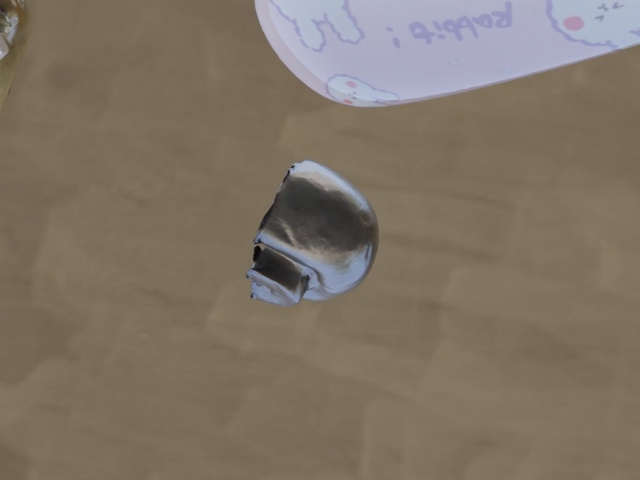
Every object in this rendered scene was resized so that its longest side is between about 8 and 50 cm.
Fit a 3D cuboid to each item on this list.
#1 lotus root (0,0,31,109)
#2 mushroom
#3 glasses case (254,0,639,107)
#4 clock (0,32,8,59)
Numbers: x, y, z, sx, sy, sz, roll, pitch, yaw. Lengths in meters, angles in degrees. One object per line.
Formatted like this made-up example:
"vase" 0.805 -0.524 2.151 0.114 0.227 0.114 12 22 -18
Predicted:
"lotus root" -0.326 -0.157 1.168 0.146 0.284 0.160 41 -114 -13
"mushroom" 0.000 0.000 1.407 0.117 0.188 0.141 14 -110 11
"glasses case" 0.097 -0.144 0.728 0.113 0.296 0.075 51 -136 -32
"clock" -0.300 -0.186 0.911 0.063 0.156 0.229 -41 -52 10
